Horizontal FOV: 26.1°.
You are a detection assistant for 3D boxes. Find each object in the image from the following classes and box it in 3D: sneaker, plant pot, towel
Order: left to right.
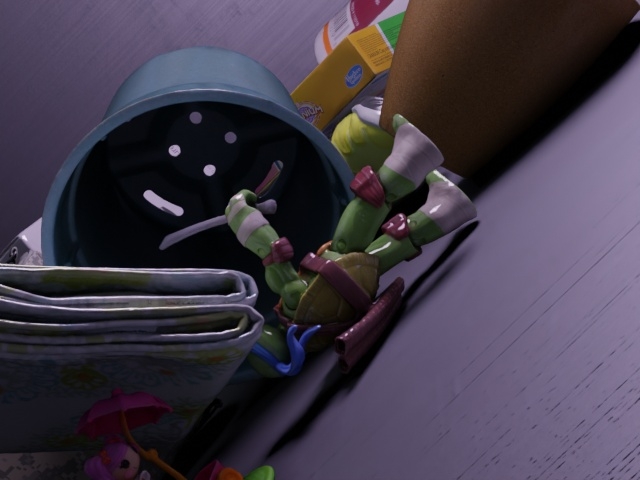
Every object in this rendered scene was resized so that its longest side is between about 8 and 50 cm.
[{"bbox_3d":[-0.249,0.123,1.274,0.374,0.320,0.090,129,141,-59],"label":"towel"},{"bbox_3d":[-0.135,-0.060,1.592,0.341,0.341,0.334,-44,21,12],"label":"plant pot"},{"bbox_3d":[0.033,-0.050,1.765,0.147,0.145,0.385,-60,5,-29],"label":"sneaker"},{"bbox_3d":[0.179,-0.203,1.498,0.254,0.237,0.237,-60,5,8],"label":"plant pot"}]

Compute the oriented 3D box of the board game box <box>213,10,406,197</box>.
[{"bbox_3d":[0.023,-0.184,1.876,0.316,0.064,0.242,-42,-6,38],"label":"board game box"}]

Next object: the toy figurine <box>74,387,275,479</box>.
[{"bbox_3d":[-0.147,0.206,1.183,0.130,0.159,0.173,-40,10,35],"label":"toy figurine"}]

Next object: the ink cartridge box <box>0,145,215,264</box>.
[{"bbox_3d":[-0.279,0.031,2.170,0.395,0.285,0.166,-43,2,-41],"label":"ink cartridge box"}]

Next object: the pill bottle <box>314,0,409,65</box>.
[{"bbox_3d":[0.194,-0.362,2.135,0.392,0.224,0.224,-41,9,31],"label":"pill bottle"}]

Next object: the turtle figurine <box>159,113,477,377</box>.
[{"bbox_3d":[0.000,0.000,1.359,0.266,0.198,0.274,-42,11,-5],"label":"turtle figurine"}]

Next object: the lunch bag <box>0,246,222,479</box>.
[{"bbox_3d":[-0.296,0.187,1.573,0.256,0.305,0.212,-53,7,-11],"label":"lunch bag"}]
